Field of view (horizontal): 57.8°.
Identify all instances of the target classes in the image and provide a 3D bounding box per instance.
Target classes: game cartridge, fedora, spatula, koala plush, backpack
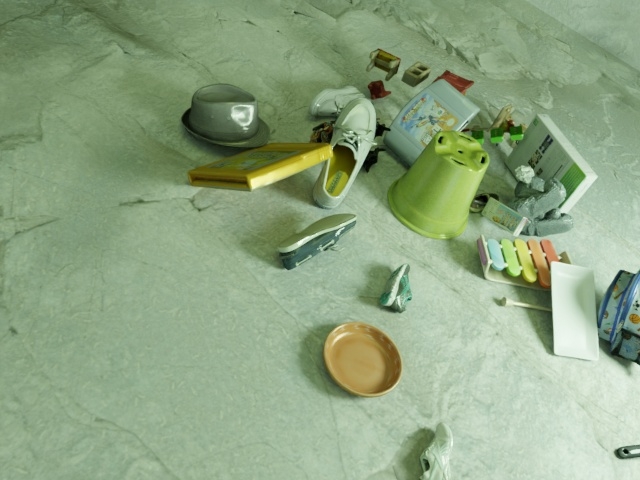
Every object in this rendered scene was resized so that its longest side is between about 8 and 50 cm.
[{"bbox_3d":[-0.163,-0.216,1.621,0.285,0.053,0.323,9,30,44],"label":"game cartridge"},{"bbox_3d":[-0.284,-0.394,1.772,0.275,0.124,0.244,10,40,-2],"label":"fedora"},{"bbox_3d":[0.365,-0.397,1.971,0.198,0.297,0.062,45,4,12],"label":"game cartridge"},{"bbox_3d":[0.879,0.531,1.477,0.296,0.030,0.084,4,47,-18],"label":"spatula"},{"bbox_3d":[0.701,-0.138,1.916,0.203,0.196,0.221,-18,36,21],"label":"koala plush"},{"bbox_3d":[0.917,0.189,1.644,0.213,0.263,0.276,24,43,24],"label":"backpack"}]

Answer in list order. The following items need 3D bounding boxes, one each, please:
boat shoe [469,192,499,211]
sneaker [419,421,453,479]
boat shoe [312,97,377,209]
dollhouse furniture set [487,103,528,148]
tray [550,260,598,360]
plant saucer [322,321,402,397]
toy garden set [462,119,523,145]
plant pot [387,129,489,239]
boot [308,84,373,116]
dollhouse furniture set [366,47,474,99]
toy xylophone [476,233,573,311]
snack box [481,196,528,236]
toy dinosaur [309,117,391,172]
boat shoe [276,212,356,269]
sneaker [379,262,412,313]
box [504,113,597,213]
[{"bbox_3d":[0.552,-0.134,1.941,0.152,0.049,0.056,-21,59,-35],"label":"boat shoe"},{"bbox_3d":[0.254,0.466,1.273,0.061,0.054,0.152,18,46,-1],"label":"sneaker"},{"bbox_3d":[0.081,-0.274,1.693,0.135,0.156,0.367,27,76,-7],"label":"boat shoe"},{"bbox_3d":[0.774,-0.441,2.258,0.144,0.123,0.151,-25,62,-37],"label":"dollhouse furniture set"},{"bbox_3d":[0.718,0.201,1.656,0.145,0.030,0.270,11,70,-13],"label":"tray"},{"bbox_3d":[0.098,0.287,1.386,0.199,0.037,0.200,12,46,-13],"label":"plant saucer"},{"bbox_3d":[0.619,-0.385,2.149,0.244,0.049,0.204,-4,26,18],"label":"toy garden set"},{"bbox_3d":[0.379,-0.188,1.779,0.276,0.254,0.276,11,46,-12],"label":"plant pot"},{"bbox_3d":[0.081,-0.472,2.030,0.123,0.095,0.258,37,45,22],"label":"boot"},{"bbox_3d":[0.351,-0.555,2.153,0.374,0.201,0.152,32,46,17],"label":"dollhouse furniture set"},{"bbox_3d":[0.617,0.094,1.737,0.322,0.081,0.236,4,49,-18],"label":"toy xylophone"},{"bbox_3d":[0.581,-0.077,1.841,0.022,0.064,0.178,21,15,-27],"label":"snack box"},{"bbox_3d":[0.104,-0.359,1.911,0.218,0.164,0.322,29,61,26],"label":"toy dinosaur"},{"bbox_3d":[0.000,0.000,1.565,0.254,0.079,0.095,-29,24,-33],"label":"boat shoe"},{"bbox_3d":[0.218,0.132,1.570,0.076,0.065,0.166,39,48,-8],"label":"sneaker"},{"bbox_3d":[0.788,-0.249,2.013,0.058,0.232,0.322,-2,51,-22],"label":"box"}]
